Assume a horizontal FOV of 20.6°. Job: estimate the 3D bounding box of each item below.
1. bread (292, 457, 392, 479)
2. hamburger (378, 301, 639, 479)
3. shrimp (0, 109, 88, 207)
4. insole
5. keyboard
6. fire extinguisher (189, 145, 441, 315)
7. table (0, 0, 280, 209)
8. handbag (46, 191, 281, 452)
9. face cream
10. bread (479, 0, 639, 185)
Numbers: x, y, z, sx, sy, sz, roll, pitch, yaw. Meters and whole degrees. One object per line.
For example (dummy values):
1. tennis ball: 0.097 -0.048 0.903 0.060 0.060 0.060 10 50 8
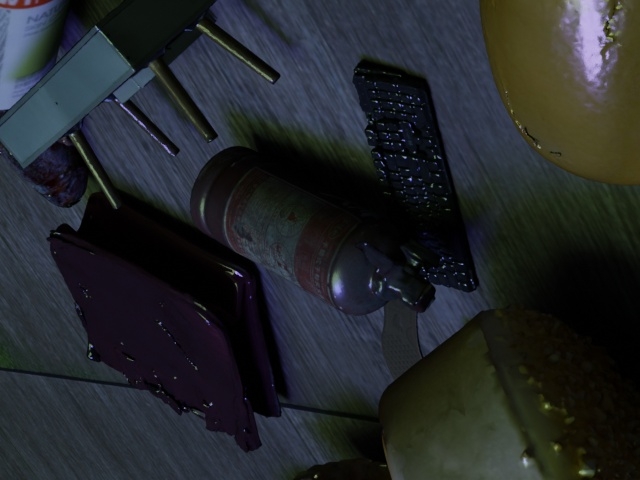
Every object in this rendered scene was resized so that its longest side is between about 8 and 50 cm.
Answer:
1. bread: 0.041 0.308 1.487 0.133 0.179 0.250 131 133 -75
2. hamburger: 0.158 0.179 1.144 0.302 0.170 0.302 -24 -90 -83
3. shrimp: -0.254 -0.105 1.490 0.074 0.073 0.190 -30 122 16
4. insole: 0.065 0.079 1.390 0.045 0.002 0.135 28 147 26
5. keyboard: 0.065 -0.039 1.222 0.060 0.018 0.195 18 142 35
6. fire extinguisher: 0.000 0.007 1.245 0.252 0.106 0.075 30 109 41
7. table: -0.127 -0.108 1.267 0.111 0.121 0.240 48 151 -8
8. handbag: -0.132 0.071 1.558 0.203 0.074 0.216 26 148 30
9. face cream: -0.219 -0.216 1.266 0.102 0.102 0.345 41 152 5
10. bread: 0.147 -0.120 0.935 0.147 0.098 0.217 19 144 31
